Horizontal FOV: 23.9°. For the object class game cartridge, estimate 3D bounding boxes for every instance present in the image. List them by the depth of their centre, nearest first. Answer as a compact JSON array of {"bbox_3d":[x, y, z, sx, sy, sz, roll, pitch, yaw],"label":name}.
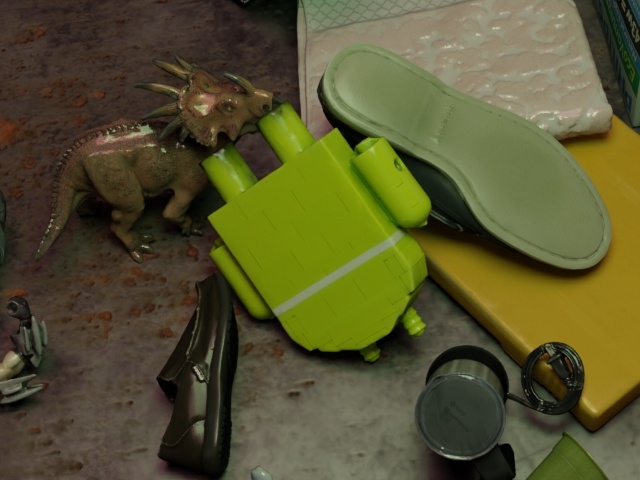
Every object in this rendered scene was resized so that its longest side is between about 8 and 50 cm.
[{"bbox_3d":[0.275,0.006,1.601,0.285,0.052,0.323,-35,63,-18],"label":"game cartridge"}]

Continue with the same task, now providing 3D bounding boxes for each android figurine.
[{"bbox_3d":[0.000,0.000,1.526,0.273,0.248,0.056,53,32,-4],"label":"android figurine"}]

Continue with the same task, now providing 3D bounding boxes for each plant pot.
[{"bbox_3d":[0.227,0.238,1.434,0.079,0.083,0.083,-36,60,-4],"label":"plant pot"}]

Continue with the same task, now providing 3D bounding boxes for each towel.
[{"bbox_3d":[0.138,-0.214,1.717,0.332,0.053,0.317,-9,49,4],"label":"towel"}]

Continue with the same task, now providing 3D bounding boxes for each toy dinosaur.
[{"bbox_3d":[-0.189,-0.093,1.605,0.296,0.200,0.127,-22,58,-10],"label":"toy dinosaur"}]

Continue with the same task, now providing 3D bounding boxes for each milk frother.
[{"bbox_3d":[0.173,0.146,1.439,0.129,0.135,0.143,43,101,1],"label":"milk frother"}]

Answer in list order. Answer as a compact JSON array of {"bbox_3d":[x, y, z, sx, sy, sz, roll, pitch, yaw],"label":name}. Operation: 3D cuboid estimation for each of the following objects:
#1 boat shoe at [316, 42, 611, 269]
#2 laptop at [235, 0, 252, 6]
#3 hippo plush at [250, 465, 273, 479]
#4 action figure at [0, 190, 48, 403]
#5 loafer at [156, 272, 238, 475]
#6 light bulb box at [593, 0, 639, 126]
[{"bbox_3d":[0.140,-0.074,1.560,0.340,0.113,0.127,28,72,-6],"label":"boat shoe"},{"bbox_3d":[-0.018,-0.498,1.844,0.408,0.236,0.382,34,64,24],"label":"laptop"},{"bbox_3d":[-0.057,0.352,1.330,0.294,0.234,0.236,15,26,-4],"label":"hippo plush"},{"bbox_3d":[-0.380,0.074,1.570,0.185,0.099,0.285,-2,60,-12],"label":"action figure"},{"bbox_3d":[-0.127,0.129,1.523,0.078,0.080,0.220,0,56,4],"label":"loafer"},{"bbox_3d":[0.417,-0.381,1.658,0.225,0.361,0.358,-10,56,-1],"label":"light bulb box"}]
